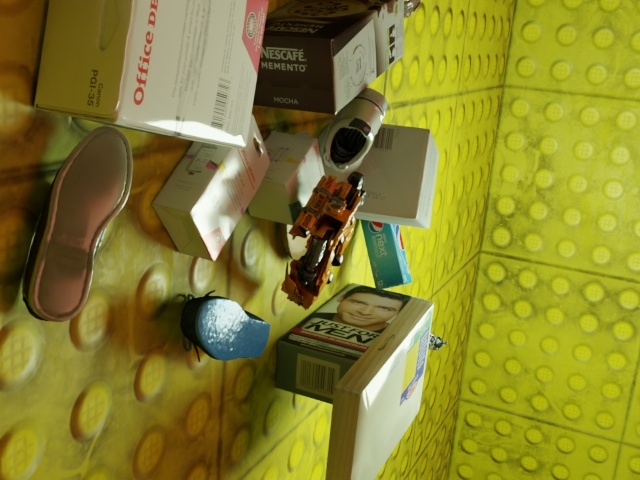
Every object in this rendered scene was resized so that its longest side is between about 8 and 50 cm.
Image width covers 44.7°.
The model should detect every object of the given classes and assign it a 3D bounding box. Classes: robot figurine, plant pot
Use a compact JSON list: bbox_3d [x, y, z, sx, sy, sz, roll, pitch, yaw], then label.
[{"bbox_3d":[0.000,0.000,1.320,0.211,0.085,0.291,-61,172,-27],"label":"robot figurine"},{"bbox_3d":[-0.023,-0.070,1.494,0.236,0.032,0.236,11,90,-67],"label":"plant pot"}]

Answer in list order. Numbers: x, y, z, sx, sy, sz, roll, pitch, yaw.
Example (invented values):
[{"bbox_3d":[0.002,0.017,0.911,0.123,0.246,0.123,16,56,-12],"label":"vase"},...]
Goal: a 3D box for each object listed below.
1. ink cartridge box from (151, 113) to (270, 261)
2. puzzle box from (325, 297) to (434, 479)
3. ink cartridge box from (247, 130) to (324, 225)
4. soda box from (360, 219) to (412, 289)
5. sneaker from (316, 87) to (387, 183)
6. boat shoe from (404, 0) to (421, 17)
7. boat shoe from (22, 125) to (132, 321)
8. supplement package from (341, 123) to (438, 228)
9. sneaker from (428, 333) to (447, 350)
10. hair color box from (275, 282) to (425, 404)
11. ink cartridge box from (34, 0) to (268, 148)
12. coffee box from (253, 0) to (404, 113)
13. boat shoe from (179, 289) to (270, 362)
[{"bbox_3d":[-0.152,-0.084,1.136,0.198,0.067,0.115,-62,153,-31],"label":"ink cartridge box"},{"bbox_3d":[0.120,0.308,1.502,0.409,0.052,0.272,-35,134,-59],"label":"puzzle box"},{"bbox_3d":[-0.059,-0.112,1.311,0.092,0.090,0.143,79,32,-43],"label":"ink cartridge box"},{"bbox_3d":[0.146,0.003,1.776,0.067,0.071,0.210,0,77,-67],"label":"soda box"},{"bbox_3d":[0.033,-0.161,1.342,0.091,0.094,0.258,-60,179,-29],"label":"sneaker"},{"bbox_3d":[0.216,-0.596,1.758,0.207,0.073,0.073,-62,155,-20],"label":"boat shoe"},{"bbox_3d":[-0.278,-0.021,0.875,0.081,0.069,0.227,25,72,-31],"label":"boat shoe"},{"bbox_3d":[0.138,-0.128,1.595,0.293,0.178,0.175,14,84,-78],"label":"supplement package"},{"bbox_3d":[0.249,0.219,1.740,0.098,0.069,0.038,60,47,-61],"label":"sneaker"},{"bbox_3d":[0.074,0.213,1.657,0.374,0.185,0.113,-31,129,-61],"label":"hair color box"},{"bbox_3d":[-0.185,-0.229,0.920,0.283,0.117,0.207,-1,102,-67],"label":"ink cartridge box"},{"bbox_3d":[0.008,-0.319,1.270,0.297,0.168,0.118,-49,143,-50],"label":"coffee box"},{"bbox_3d":[-0.162,0.141,1.199,0.258,0.089,0.109,54,53,-65],"label":"boat shoe"}]
